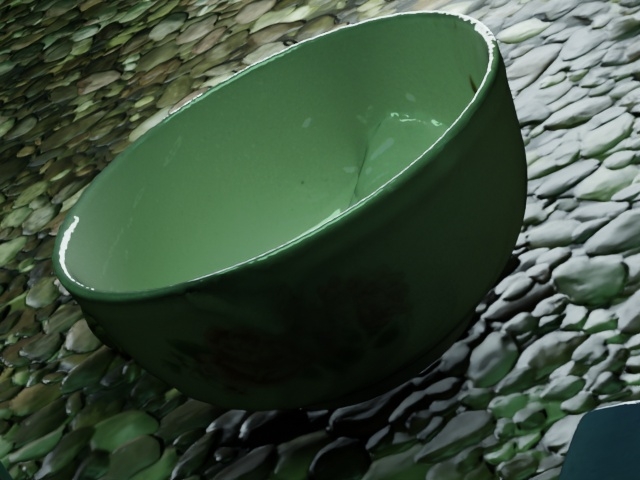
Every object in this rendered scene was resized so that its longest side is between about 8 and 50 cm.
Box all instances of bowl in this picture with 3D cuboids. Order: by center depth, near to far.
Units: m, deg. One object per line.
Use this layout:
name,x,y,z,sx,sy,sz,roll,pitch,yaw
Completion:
bowl,0.000,0.000,1.073,0.277,0.145,0.277,-23,27,12

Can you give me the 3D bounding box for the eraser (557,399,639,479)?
eraser,0.130,0.134,0.802,0.082,0.036,0.225,-13,29,30

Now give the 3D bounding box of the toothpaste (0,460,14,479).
toothpaste,-0.071,0.187,0.632,0.053,0.272,0.066,-12,29,37

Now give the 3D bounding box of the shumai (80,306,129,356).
shumai,-0.100,0.016,1.229,0.087,0.099,0.124,-20,5,-37
